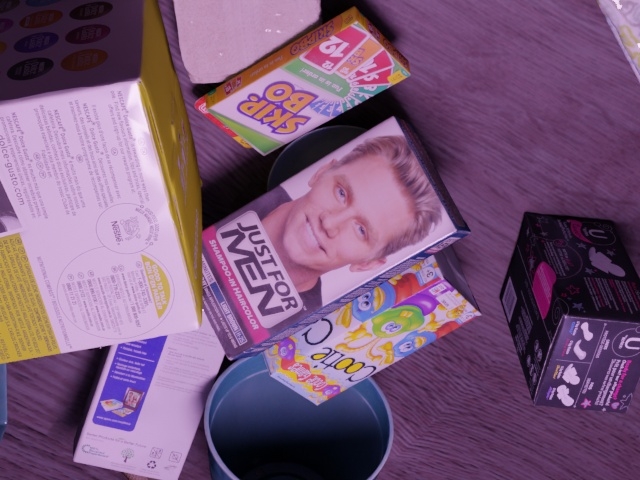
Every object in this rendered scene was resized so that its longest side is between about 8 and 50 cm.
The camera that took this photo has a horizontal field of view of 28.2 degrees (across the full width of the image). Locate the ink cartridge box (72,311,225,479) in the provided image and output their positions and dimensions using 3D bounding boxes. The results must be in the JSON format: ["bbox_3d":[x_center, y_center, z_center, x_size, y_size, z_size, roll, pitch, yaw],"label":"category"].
[{"bbox_3d":[-0.238,0.189,1.866,0.165,0.065,0.333,17,110,-16],"label":"ink cartridge box"}]

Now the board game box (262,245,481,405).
[{"bbox_3d":[0.058,0.090,1.779,0.275,0.142,0.144,-30,145,15],"label":"board game box"}]

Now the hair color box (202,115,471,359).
[{"bbox_3d":[0.000,0.000,1.666,0.347,0.105,0.174,-31,80,14],"label":"hair color box"}]

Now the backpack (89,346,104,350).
[{"bbox_3d":[-0.341,0.079,1.736,0.152,0.182,0.115,17,78,-20],"label":"backpack"}]

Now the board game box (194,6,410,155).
[{"bbox_3d":[-0.027,-0.194,1.629,0.259,0.039,0.124,-25,140,27],"label":"board game box"}]

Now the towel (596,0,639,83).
[{"bbox_3d":[0.534,-0.302,1.606,0.320,0.090,0.374,-30,116,12],"label":"towel"}]

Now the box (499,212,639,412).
[{"bbox_3d":[0.356,0.099,1.776,0.142,0.247,0.163,6,123,-8],"label":"box"}]

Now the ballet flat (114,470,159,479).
[{"bbox_3d":[-0.257,0.380,2.008,0.058,0.084,0.250,-28,116,14],"label":"ballet flat"}]

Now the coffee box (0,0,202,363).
[{"bbox_3d":[-0.331,-0.092,1.524,0.334,0.338,0.338,-10,124,1],"label":"coffee box"}]

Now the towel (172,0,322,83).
[{"bbox_3d":[-0.089,-0.312,1.550,0.187,0.049,0.282,-5,137,-4],"label":"towel"}]

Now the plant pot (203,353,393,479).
[{"bbox_3d":[-0.044,0.337,1.905,0.271,0.272,0.255,2,139,-7],"label":"plant pot"}]

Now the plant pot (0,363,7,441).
[{"bbox_3d":[-0.588,0.241,1.833,0.234,0.165,0.166,8,123,-1],"label":"plant pot"}]

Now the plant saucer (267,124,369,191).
[{"bbox_3d":[0.022,-0.080,1.749,0.195,0.037,0.195,-3,124,-5],"label":"plant saucer"}]
